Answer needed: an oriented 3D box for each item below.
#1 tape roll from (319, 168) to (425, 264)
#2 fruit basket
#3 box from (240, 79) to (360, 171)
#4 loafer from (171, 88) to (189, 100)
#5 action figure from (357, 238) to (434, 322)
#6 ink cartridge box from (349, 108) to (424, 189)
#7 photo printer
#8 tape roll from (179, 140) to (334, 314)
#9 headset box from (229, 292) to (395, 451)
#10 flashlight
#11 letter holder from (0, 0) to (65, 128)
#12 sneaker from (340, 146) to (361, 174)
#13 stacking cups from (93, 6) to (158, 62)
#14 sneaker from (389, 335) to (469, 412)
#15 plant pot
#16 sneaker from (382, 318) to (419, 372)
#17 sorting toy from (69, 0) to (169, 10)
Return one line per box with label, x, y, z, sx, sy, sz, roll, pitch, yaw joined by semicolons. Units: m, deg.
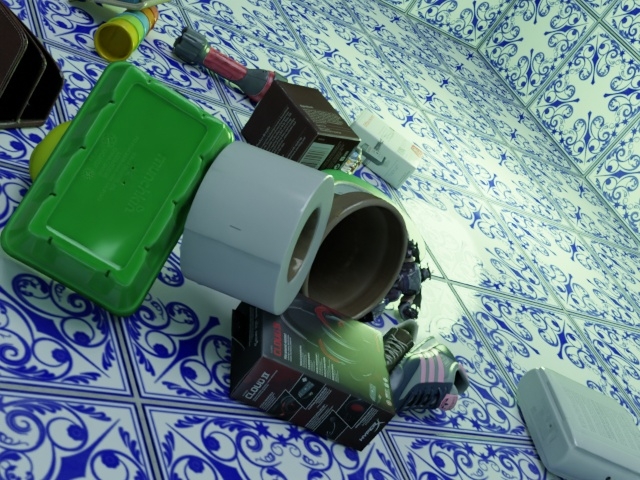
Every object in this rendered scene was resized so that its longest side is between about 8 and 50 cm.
tape roll;0.098;-0.034;2.130;0.321;0.077;0.321;29;28;-17
fruit basket;-0.341;-0.093;1.474;0.283;0.392;0.392;32;27;-12
box;-0.048;-0.254;2.196;0.167;0.168;0.203;1;45;-49
loafer;-0.309;-0.215;1.931;0.109;0.095;0.303;-10;41;-18
action figure;0.158;0.096;1.937;0.285;0.099;0.185;-15;94;-46
ink cartridge box;0.173;-0.262;2.568;0.218;0.092;0.158;39;26;-2
photo printer;0.590;0.427;1.968;0.307;0.107;0.256;25;29;-25
tape roll;-0.100;-0.021;1.475;0.169;0.246;0.246;22;24;11
headset box;-0.030;0.204;1.554;0.293;0.110;0.218;27;28;-20
flashlight;-0.233;-0.451;2.360;0.304;0.103;0.103;28;31;-21
letter holder;-0.609;-0.382;1.656;0.302;0.214;0.152;45;28;15
sneaker;0.060;-0.191;2.324;0.069;0.084;0.185;35;26;-6
stacking cups;-0.456;-0.515;2.208;0.096;0.096;0.316;34;24;-8
sneaker;0.198;0.277;1.718;0.131;0.112;0.319;41;28;14
plant pot;0.000;0.000;1.749;0.263;0.263;0.229;8;19;-45
sneaker;0.140;0.208;1.784;0.064;0.086;0.192;42;27;9
sorting toy;-0.492;-0.611;2.253;0.208;0.038;0.193;10;23;13
